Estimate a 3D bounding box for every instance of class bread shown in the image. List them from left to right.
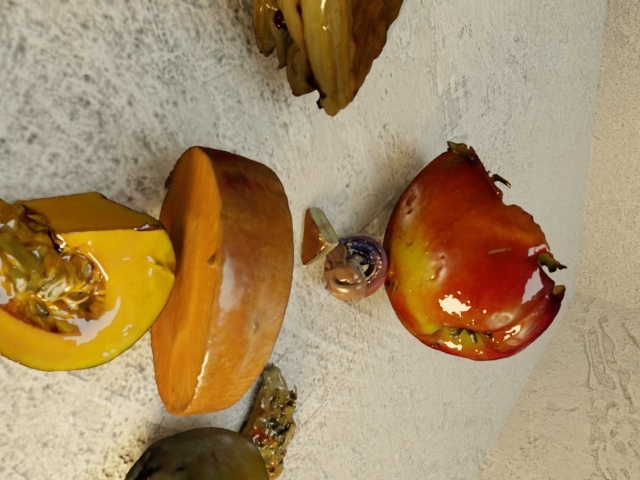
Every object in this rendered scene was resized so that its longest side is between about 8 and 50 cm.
[{"bbox_3d":[0.000,0.000,0.854,0.043,0.062,0.109,-14,117,-49],"label":"bread"},{"bbox_3d":[0.003,-0.355,0.598,0.324,0.167,0.277,76,35,-62],"label":"bread"}]

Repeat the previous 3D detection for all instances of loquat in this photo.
[{"bbox_3d":[-0.174,0.359,0.683,0.227,0.179,0.179,15,92,-49],"label":"loquat"}]

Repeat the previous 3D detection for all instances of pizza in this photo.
[{"bbox_3d":[-0.085,0.344,0.871,0.147,0.069,0.226,38,74,-48],"label":"pizza"}]

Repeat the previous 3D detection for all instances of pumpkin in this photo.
[{"bbox_3d":[-0.269,0.001,0.461,0.190,0.139,0.280,-49,139,-22],"label":"pumpkin"}]

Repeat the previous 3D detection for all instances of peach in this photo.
[{"bbox_3d":[0.291,0.011,0.970,0.339,0.353,0.416,46,52,-48],"label":"peach"}]

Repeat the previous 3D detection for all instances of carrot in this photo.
[{"bbox_3d":[-0.134,0.049,0.562,0.100,0.258,0.307,13,90,-33],"label":"carrot"}]

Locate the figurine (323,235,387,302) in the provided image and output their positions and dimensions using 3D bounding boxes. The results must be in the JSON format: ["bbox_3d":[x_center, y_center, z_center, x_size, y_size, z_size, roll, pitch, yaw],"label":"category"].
[{"bbox_3d":[0.051,0.064,0.892,0.157,0.114,0.126,-43,119,-54],"label":"figurine"}]

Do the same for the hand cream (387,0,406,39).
[{"bbox_3d":[0.136,-0.446,0.867,0.078,0.050,0.205,34,81,-53],"label":"hand cream"}]
